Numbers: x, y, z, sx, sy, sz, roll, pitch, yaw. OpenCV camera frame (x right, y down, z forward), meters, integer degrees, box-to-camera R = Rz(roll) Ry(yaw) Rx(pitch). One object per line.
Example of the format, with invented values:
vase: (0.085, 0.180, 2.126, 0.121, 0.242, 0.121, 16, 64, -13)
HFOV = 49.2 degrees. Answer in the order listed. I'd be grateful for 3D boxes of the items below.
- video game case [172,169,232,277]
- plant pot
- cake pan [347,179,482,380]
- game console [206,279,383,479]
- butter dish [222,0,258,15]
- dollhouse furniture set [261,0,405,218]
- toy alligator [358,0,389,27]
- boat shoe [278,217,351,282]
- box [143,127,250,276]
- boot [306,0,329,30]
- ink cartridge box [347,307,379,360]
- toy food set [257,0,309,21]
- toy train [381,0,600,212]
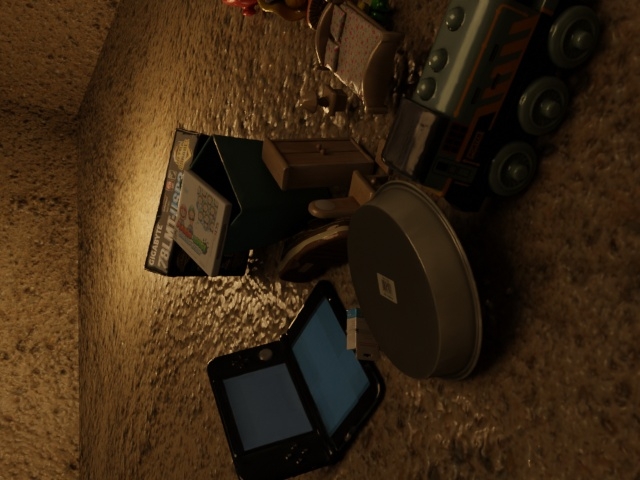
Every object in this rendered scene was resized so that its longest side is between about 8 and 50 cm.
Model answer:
video game case: (-0.216, -0.033, 1.259, 0.157, 0.019, 0.143, 38, 122, 43)
plant pot: (-0.110, -0.086, 1.325, 0.166, 0.234, 0.165, -46, 59, 45)
cake pan: (0.117, 0.063, 0.975, 0.293, 0.054, 0.293, 163, 90, -71)
game console: (-0.059, 0.241, 1.233, 0.293, 0.250, 0.173, -120, 22, -48)
butter dish: (-0.184, -0.618, 1.734, 0.160, 0.160, 0.118, 28, 129, 58)
dollhouse furniture set: (0.024, -0.257, 1.140, 0.303, 0.174, 0.355, -124, 35, -48)
toy alligator: (0.102, -0.409, 1.257, 0.189, 0.056, 0.051, -65, 34, 24)
boat shoe: (-0.007, -0.002, 1.285, 0.257, 0.095, 0.095, -30, 50, 52)
box: (-0.232, -0.069, 1.498, 0.073, 0.293, 0.295, 15, 95, 26)
boot: (-0.002, -0.506, 1.464, 0.084, 0.059, 0.158, -2, 71, 62)
ink cartridge box: (0.070, 0.156, 1.151, 0.028, 0.048, 0.083, -21, 63, 55)
toy food set: (-0.086, -0.583, 1.511, 0.071, 0.128, 0.218, 117, 134, -68)
toy train: (0.210, -0.196, 0.884, 0.142, 0.190, 0.334, 47, 121, 53)
